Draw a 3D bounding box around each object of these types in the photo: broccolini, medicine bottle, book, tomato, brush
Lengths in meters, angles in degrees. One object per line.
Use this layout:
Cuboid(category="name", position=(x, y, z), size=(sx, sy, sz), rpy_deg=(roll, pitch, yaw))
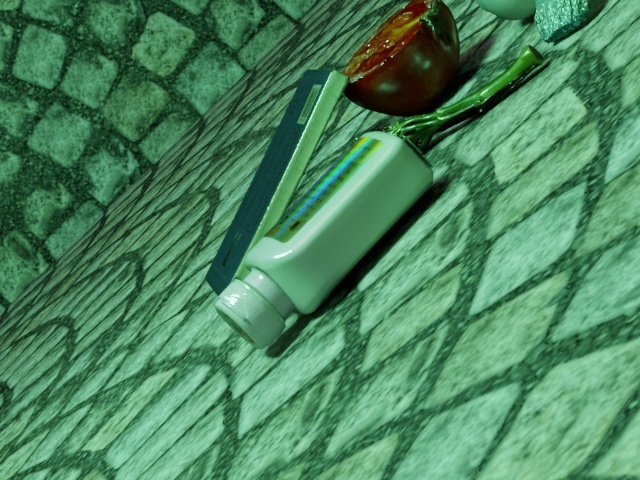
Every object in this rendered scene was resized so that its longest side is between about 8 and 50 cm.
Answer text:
Cuboid(category="broccolini", position=(0.119, -0.123, 1.586), size=(0.239, 0.054, 0.051), rpy_deg=(-31, 3, 40))
Cuboid(category="medicine bottle", position=(0.000, 0.000, 1.468), size=(0.219, 0.078, 0.115), rpy_deg=(-47, 14, -12))
Cuboid(category="book", position=(-0.051, -0.062, 1.786), size=(0.269, 0.025, 0.191), rpy_deg=(-64, 11, 1))
Cuboid(category="tomato", position=(0.098, -0.189, 1.776), size=(0.139, 0.091, 0.159), rpy_deg=(-31, 22, 34))
Cuboid(category="brush", position=(0.225, -0.286, 1.577), size=(0.070, 0.021, 0.196), rpy_deg=(-30, 54, 49))

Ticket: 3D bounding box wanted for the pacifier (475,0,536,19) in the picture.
Cuboid(category="pacifier", position=(0.217, -0.387, 1.744), size=(0.273, 0.220, 0.332), rpy_deg=(-49, -19, 3))
